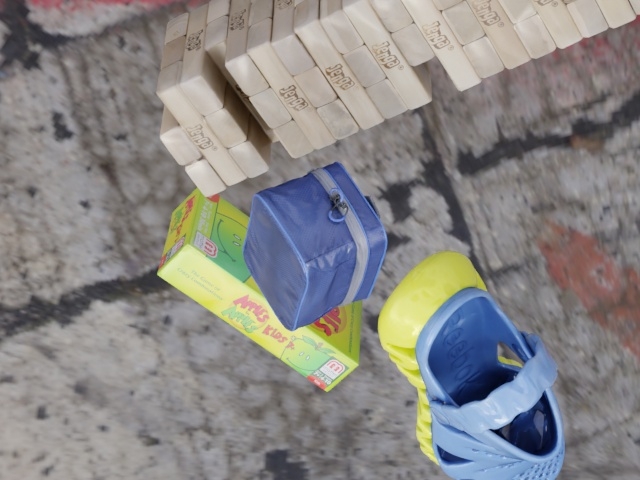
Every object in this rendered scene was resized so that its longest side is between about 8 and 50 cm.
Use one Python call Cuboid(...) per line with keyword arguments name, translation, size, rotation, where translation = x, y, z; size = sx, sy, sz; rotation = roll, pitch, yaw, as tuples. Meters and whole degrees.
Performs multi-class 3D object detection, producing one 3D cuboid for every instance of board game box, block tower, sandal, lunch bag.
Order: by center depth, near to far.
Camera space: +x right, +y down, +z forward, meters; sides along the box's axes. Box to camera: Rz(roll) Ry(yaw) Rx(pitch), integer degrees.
Cuboid(name="lunch bag", translation=(0.000, 0.000, 0.863), size=(0.065, 0.098, 0.067), rotation=(-24, 68, -22))
Cuboid(name="block tower", translation=(0.050, -0.142, 0.930), size=(0.336, 0.091, 0.097), rotation=(-23, 37, 19))
Cuboid(name="board game box", translation=(-0.047, 0.040, 1.243), size=(0.181, 0.092, 0.043), rotation=(36, 119, -19))
Cuboid(name="sandal", translation=(0.151, 0.147, 1.248), size=(0.126, 0.317, 0.138), rotation=(-44, 51, -7))
